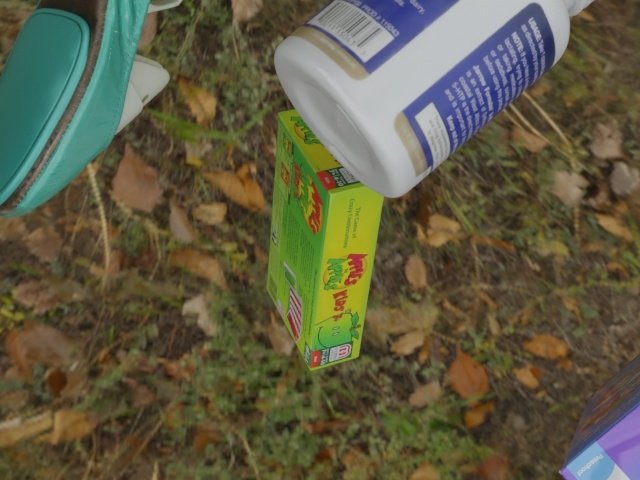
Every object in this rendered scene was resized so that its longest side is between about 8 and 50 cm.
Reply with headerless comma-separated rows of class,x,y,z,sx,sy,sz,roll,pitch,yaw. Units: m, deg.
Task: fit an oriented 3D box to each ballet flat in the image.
ballet flat,-0.114,-0.123,0.635,0.087,0.083,0.247,10,100,-42

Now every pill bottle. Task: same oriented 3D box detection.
pill bottle,0.076,-0.123,0.667,0.187,0.112,0.112,-40,106,-9

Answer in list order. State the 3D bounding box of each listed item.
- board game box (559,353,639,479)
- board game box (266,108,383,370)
board game box,0.321,0.044,0.757,0.347,0.233,0.078,-44,81,15
board game box,0.000,0.000,0.851,0.043,0.092,0.181,-14,138,-20
